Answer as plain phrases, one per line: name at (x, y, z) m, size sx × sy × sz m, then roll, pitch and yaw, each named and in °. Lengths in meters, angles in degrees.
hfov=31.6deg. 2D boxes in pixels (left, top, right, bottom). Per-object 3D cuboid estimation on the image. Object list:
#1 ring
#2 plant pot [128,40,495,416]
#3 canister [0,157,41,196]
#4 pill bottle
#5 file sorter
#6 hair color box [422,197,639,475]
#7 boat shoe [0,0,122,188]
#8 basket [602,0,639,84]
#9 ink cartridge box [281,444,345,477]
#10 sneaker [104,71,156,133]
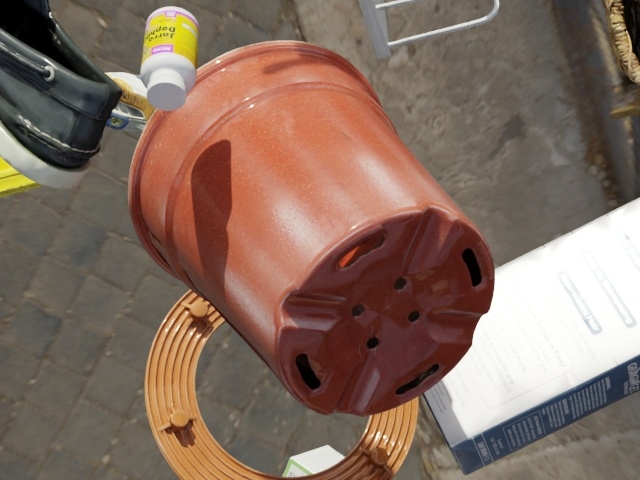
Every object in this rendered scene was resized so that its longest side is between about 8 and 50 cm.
ring at (-0.041, 0.174, 1.352) m, size 0.337 × 0.032 × 0.336 m, roll 6°, pitch 62°, yaw -12°
plant pot at (0.000, 0.000, 0.997) m, size 0.272 × 0.265 × 0.272 m, roll -15°, pitch 126°, yaw -21°
canister at (-0.395, -0.134, 1.309) m, size 0.126 × 0.073 × 0.169 m, roll -15°, pitch 91°, yaw -1°
pill bottle at (-0.118, -0.141, 0.883) m, size 0.043 × 0.043 × 0.083 m, roll -4°, pitch 51°, yaw 2°
file sorter at (0.112, -0.407, 1.407) m, size 0.173 × 0.277 × 0.192 m, roll -11°, pitch 49°, yaw 12°
hair color box at (0.272, 0.101, 1.259) m, size 0.347 × 0.105 × 0.174 m, roll -26°, pitch 57°, yaw 2°
boat shoe at (-0.277, -0.202, 0.959) m, size 0.113 × 0.127 × 0.340 m, roll -47°, pitch 63°, yaw 23°
basket at (0.471, -0.330, 1.409) m, size 0.214 × 0.223 × 0.299 m, roll 3°, pitch 109°, yaw 4°
ink cartridge box at (0.051, 0.395, 1.705) m, size 0.209 × 0.109 × 0.062 m, roll 29°, pitch 106°, yaw 29°
sneaker at (-0.237, -0.204, 1.839) m, size 0.296 × 0.131 × 0.111 m, roll 32°, pitch 118°, yaw 22°
